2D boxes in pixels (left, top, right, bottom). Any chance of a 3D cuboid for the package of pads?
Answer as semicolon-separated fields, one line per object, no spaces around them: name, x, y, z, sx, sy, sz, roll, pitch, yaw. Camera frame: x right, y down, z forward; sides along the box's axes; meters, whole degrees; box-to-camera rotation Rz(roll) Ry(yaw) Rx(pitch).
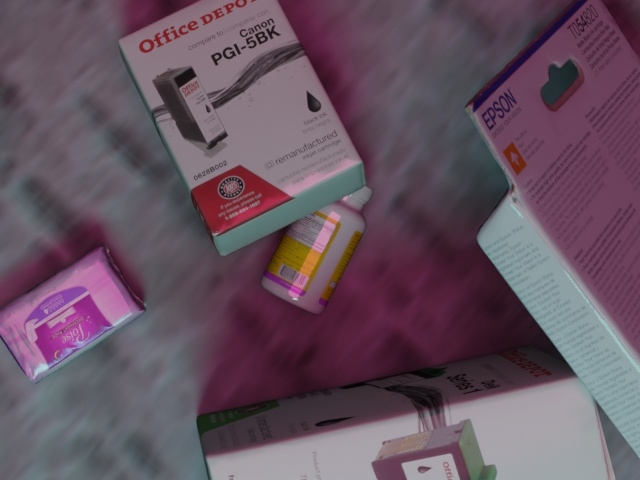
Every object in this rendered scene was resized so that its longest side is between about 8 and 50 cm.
package of pads;-0.152;0.044;1.121;0.083;0.032;0.050;-33;94;-3

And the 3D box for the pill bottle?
pill bottle;0.000;0.000;1.127;0.043;0.043;0.083;28;90;-6

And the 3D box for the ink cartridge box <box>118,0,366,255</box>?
ink cartridge box;-0.047;-0.075;1.092;0.099;0.056;0.135;-27;77;-3

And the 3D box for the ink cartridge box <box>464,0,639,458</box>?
ink cartridge box;0.170;-0.015;1.067;0.045;0.223;0.224;-31;97;35

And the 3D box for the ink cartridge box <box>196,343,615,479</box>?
ink cartridge box;0.046;0.131;1.080;0.219;0.160;0.092;-12;94;-5
